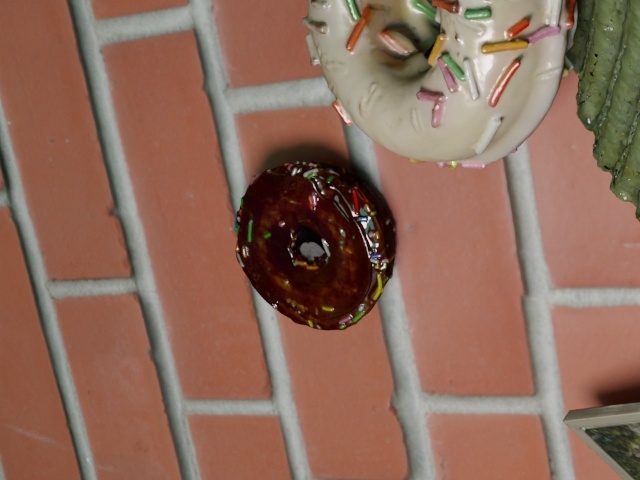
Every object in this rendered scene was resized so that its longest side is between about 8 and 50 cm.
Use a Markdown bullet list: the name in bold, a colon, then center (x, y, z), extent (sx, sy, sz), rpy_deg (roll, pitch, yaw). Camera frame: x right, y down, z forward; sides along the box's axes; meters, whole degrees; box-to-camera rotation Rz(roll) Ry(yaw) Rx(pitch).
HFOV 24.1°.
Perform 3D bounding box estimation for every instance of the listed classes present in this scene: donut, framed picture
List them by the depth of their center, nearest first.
- **donut**: center (0.120, -0.257, 1.690), extent (0.382, 0.142, 0.383), rpy_deg (28, 127, 46)
- **framed picture**: center (0.451, 0.262, 1.710), extent (0.240, 0.020, 0.324), rpy_deg (44, 153, -15)
- **donut**: center (0.000, 0.000, 1.967), extent (0.235, 0.089, 0.235), rpy_deg (12, 115, 28)

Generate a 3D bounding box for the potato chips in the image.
- **potato chips**: center (0.348, -0.154, 1.554), extent (0.429, 0.070, 0.358), rpy_deg (89, 156, -56)
